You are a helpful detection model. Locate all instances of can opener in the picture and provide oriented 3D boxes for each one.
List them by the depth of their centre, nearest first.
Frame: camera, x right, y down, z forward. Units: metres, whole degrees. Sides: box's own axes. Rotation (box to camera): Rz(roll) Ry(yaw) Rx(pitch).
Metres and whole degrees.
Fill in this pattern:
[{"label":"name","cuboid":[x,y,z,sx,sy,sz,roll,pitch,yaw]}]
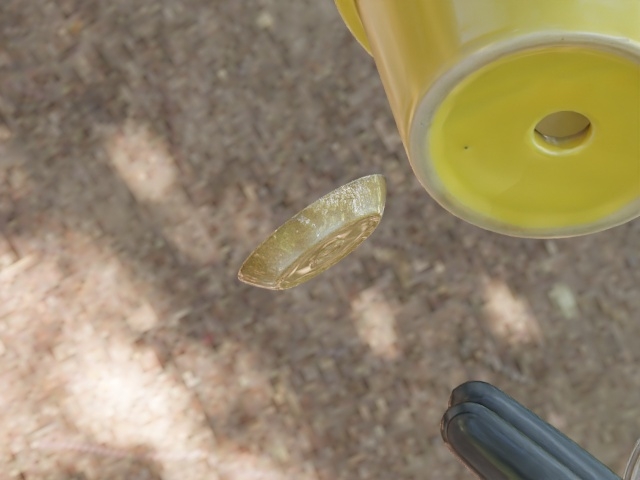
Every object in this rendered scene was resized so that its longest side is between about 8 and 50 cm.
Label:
[{"label":"can opener","cuboid":[0.122,0.115,0.745,0.186,0.073,0.059,36,8,6]}]

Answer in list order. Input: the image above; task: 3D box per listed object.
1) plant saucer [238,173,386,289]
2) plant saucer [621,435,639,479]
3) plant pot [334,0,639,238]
[{"label":"plant saucer","cuboid":[0.000,0.000,0.922,0.083,0.083,0.015,-18,70,-51]},{"label":"plant saucer","cuboid":[0.304,0.196,1.515,0.168,0.029,0.168,0,93,-10]},{"label":"plant pot","cuboid":[0.129,-0.139,1.158,0.254,0.254,0.239,33,38,-32]}]
